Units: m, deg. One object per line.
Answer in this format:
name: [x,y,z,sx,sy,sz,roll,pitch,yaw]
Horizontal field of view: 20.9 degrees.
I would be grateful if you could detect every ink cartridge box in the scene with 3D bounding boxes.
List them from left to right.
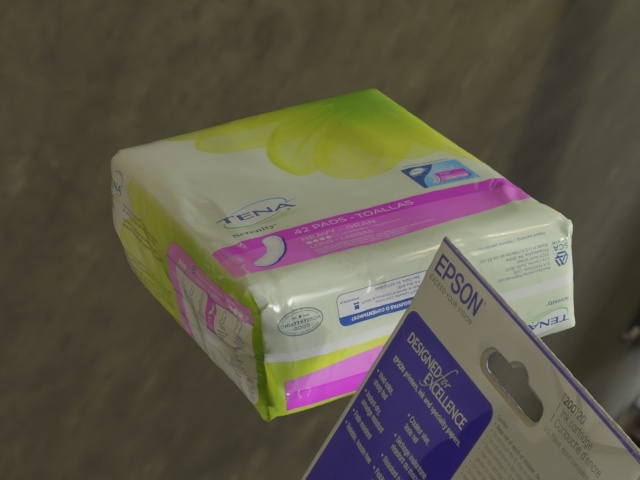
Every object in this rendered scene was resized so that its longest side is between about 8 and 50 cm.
ink cartridge box: [0.071,0.137,0.869,0.045,0.206,0.208,16,113,-34]

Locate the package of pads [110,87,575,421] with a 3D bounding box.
package of pads: [0.000,0.000,1.181,0.229,0.296,0.101,-15,116,-19]
